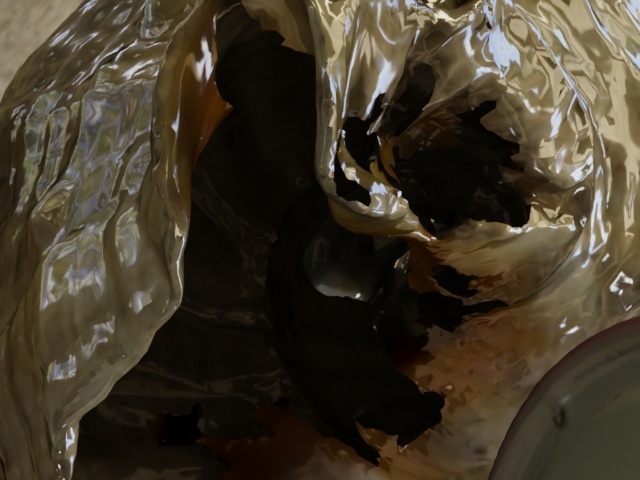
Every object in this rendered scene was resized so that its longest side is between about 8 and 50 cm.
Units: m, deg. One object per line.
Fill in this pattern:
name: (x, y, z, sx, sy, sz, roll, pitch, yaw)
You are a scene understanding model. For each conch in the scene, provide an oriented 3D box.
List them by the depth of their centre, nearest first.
conch: (-0.007, -0.011, 0.474, 0.210, 0.291, 0.159, -36, -116, 5)

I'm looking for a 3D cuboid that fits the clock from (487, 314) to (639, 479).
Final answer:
clock: (0.086, 0.131, 0.322, 0.056, 0.244, 0.244, -10, -104, -24)
